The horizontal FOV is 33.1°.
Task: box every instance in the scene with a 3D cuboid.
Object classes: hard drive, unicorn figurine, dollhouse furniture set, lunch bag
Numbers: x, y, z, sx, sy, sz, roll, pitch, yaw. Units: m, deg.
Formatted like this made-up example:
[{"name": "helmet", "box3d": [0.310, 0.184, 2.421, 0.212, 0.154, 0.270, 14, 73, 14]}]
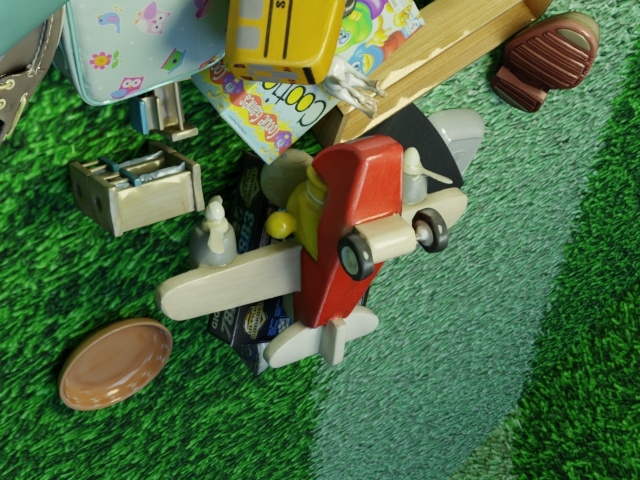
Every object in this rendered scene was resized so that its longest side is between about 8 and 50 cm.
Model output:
[{"name": "hard drive", "box3d": [0.140, -0.112, 1.727, 0.172, 0.054, 0.255, -58, 136, -17]}, {"name": "unicorn figurine", "box3d": [0.023, -0.201, 1.281, 0.060, 0.111, 0.162, -49, 163, -19]}, {"name": "dollhouse furniture set", "box3d": [-0.241, -0.125, 1.363, 0.129, 0.129, 0.184, -19, 119, -31]}, {"name": "lunch bag", "box3d": [-0.209, -0.291, 1.171, 0.224, 0.108, 0.279, -25, 146, -22]}]

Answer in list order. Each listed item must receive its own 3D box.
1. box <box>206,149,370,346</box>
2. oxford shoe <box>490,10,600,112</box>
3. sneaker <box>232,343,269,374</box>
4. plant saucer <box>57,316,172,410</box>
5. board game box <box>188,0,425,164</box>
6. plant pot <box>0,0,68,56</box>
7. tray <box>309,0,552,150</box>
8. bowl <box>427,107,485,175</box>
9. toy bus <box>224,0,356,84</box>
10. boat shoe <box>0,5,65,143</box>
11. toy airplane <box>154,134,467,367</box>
[{"name": "box", "box3d": [-0.025, 0.012, 1.697, 0.293, 0.073, 0.296, -1, 108, -45]}, {"name": "oxford shoe", "box3d": [0.363, -0.310, 1.698, 0.130, 0.123, 0.348, -57, -176, -9]}, {"name": "sneaker", "box3d": [-0.085, 0.119, 1.840, 0.129, 0.111, 0.297, -26, 147, -32]}, {"name": "plant saucer", "box3d": [-0.332, 0.192, 1.724, 0.200, 0.037, 0.200, -28, 148, -19]}, {"name": "board game box", "box3d": [-0.030, -0.258, 1.371, 0.275, 0.144, 0.142, -42, 148, 2]}, {"name": "plant pot", "box3d": [-0.277, -0.327, 0.896, 0.235, 0.293, 0.293, -41, 152, -24]}, {"name": "tray", "box3d": [0.169, -0.285, 1.559, 0.411, 0.076, 0.203, -33, 173, -11]}, {"name": "bowl", "box3d": [0.221, -0.158, 1.867, 0.142, 0.053, 0.142, -10, 137, -41]}, {"name": "toy bus", "box3d": [-0.021, -0.344, 1.182, 0.108, 0.130, 0.333, 36, 60, -84]}, {"name": "boat shoe", "box3d": [-0.355, -0.157, 1.109, 0.116, 0.097, 0.324, 23, 132, -28]}, {"name": "toy airplane", "box3d": [0.000, 0.000, 1.506, 0.384, 0.272, 0.386, -37, 158, 15]}]
